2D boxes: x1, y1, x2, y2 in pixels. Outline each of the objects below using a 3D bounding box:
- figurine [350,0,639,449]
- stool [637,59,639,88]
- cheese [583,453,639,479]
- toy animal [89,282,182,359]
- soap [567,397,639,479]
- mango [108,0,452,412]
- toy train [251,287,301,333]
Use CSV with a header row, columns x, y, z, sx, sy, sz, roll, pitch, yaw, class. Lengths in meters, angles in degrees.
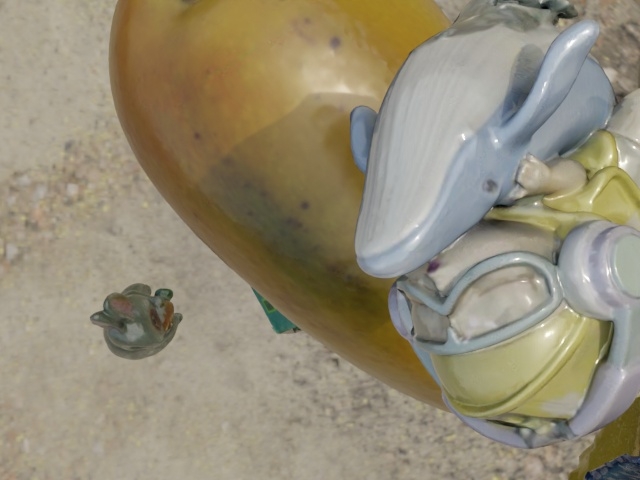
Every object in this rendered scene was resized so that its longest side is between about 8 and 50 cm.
x,y,z,sx,sy,sz,roll,pitch,yaw,class
0.094,-0.013,0.438,0.128,0.208,0.184,-16,85,50,figurine
0.306,-0.157,0.832,0.125,0.121,0.217,-23,98,1,stool
0.279,0.160,0.464,0.320,0.204,0.083,20,98,29,cheese
-0.274,0.129,1.541,0.108,0.236,0.138,39,95,-2,toy animal
0.376,0.342,1.388,0.304,0.338,0.169,60,160,-13,soap
0.036,-0.040,0.762,0.232,0.300,0.446,-40,109,2,mango
0.000,0.000,1.329,0.298,0.120,0.194,-28,90,55,toy train
